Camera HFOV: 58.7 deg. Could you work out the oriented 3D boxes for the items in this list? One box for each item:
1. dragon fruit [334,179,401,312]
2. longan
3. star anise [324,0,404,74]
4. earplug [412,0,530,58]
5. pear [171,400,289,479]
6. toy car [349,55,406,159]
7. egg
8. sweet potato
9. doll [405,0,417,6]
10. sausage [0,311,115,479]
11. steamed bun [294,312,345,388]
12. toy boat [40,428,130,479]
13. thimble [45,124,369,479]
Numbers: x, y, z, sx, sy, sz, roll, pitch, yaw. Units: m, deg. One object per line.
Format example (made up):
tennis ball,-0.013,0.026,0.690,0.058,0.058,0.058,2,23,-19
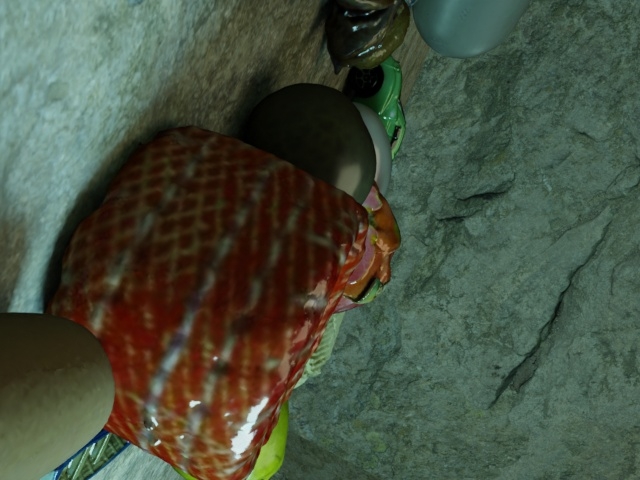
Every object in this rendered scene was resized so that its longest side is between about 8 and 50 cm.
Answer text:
dragon fruit,0.000,0.000,0.967,0.291,0.290,0.189,-65,172,1
longan,-0.020,-0.111,0.798,0.198,0.197,0.213,-48,137,-67
star anise,0.087,-0.410,0.882,0.316,0.108,0.315,-61,169,-20
earplug,0.404,-0.680,1.501,0.313,0.312,0.394,-61,176,-27
pear,-0.152,0.243,0.852,0.212,0.269,0.212,-23,160,-9
toy car,0.116,-0.251,1.353,0.213,0.176,0.359,-20,134,-82
egg,0.050,-0.155,1.150,0.196,0.196,0.272,-56,158,-49
sweet potato,0.125,-0.427,1.144,0.124,0.098,0.310,-43,-170,37
doll,0.223,-0.598,1.320,0.152,0.085,0.114,-52,-167,-18
sausage,-0.220,0.104,0.334,0.123,0.123,0.253,-65,174,1
steamed bun,-0.088,0.170,1.246,0.289,0.203,0.276,-61,147,-35
toy boat,-0.283,0.259,0.711,0.229,0.045,0.080,-4,118,-82
thimble,-0.107,0.069,0.617,0.350,0.230,0.350,-63,175,-10
